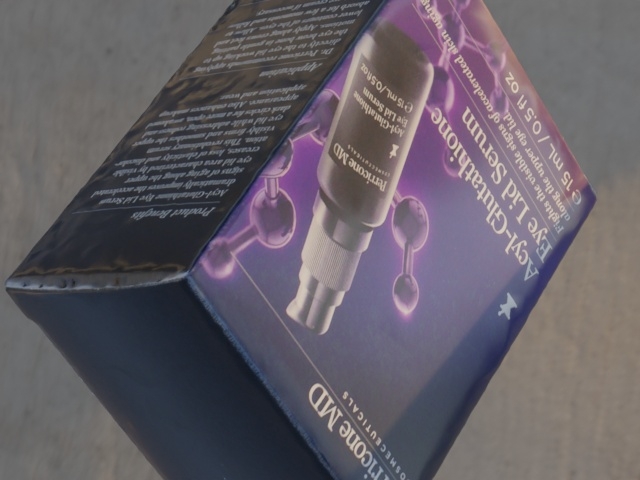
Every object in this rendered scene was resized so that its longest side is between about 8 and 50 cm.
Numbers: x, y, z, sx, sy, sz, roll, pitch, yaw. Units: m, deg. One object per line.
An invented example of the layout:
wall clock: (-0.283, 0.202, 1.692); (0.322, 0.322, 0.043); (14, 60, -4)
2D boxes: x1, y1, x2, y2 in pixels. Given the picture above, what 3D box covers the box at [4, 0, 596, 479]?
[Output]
box: (0.000, 0.000, 0.773); (0.153, 0.108, 0.207); (54, 52, -29)
